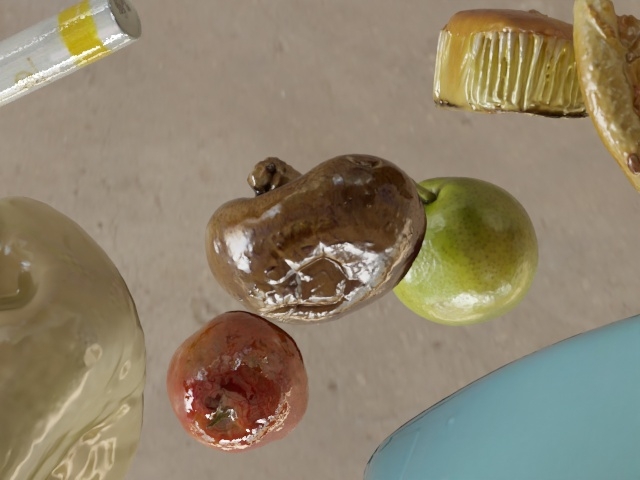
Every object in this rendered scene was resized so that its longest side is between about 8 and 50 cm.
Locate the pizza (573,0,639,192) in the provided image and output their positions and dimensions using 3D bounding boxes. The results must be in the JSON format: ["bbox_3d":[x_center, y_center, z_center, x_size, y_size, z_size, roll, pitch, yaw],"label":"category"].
[{"bbox_3d":[0.305,-0.130,1.582,0.161,0.062,0.182,0,73,-22],"label":"pizza"}]

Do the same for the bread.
[{"bbox_3d":[0.192,-0.175,1.775,0.132,0.190,0.114,4,100,-24],"label":"bread"}]

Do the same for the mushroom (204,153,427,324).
[{"bbox_3d":[-0.001,0.010,1.811,0.231,0.138,0.194,-28,120,25],"label":"mushroom"}]

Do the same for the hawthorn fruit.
[{"bbox_3d":[-0.072,0.132,1.542,0.125,0.140,0.125,0,142,0],"label":"hawthorn fruit"}]

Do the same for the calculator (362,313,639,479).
[{"bbox_3d":[0.100,0.134,0.685,0.054,0.256,0.386,37,147,-21],"label":"calculator"}]

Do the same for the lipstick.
[{"bbox_3d":[-0.297,-0.166,1.727,0.264,0.059,0.059,-22,113,20],"label":"lipstick"}]

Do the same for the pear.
[{"bbox_3d":[0.147,-0.007,1.989,0.180,0.166,0.216,1,131,45],"label":"pear"}]

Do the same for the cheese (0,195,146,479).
[{"bbox_3d":[-0.166,0.090,0.875,0.117,0.235,0.218,29,108,14],"label":"cheese"}]
